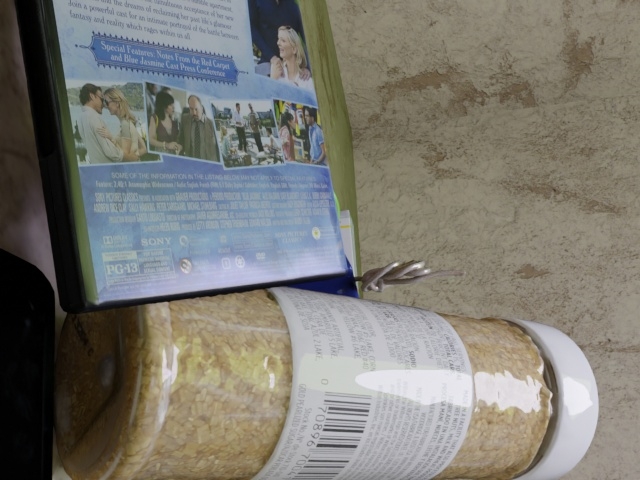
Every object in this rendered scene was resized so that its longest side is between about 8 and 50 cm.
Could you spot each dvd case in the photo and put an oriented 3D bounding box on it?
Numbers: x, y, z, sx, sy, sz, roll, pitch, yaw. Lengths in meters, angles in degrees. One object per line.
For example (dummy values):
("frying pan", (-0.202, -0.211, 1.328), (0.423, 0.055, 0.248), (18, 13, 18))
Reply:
("dvd case", (-0.069, -0.097, 0.409), (0.180, 0.022, 0.253), (-4, 83, -50))

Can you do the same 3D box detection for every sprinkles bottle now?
("sprinkles bottle", (0.023, 0.094, 0.508), (0.355, 0.121, 0.121), (12, 64, -36))

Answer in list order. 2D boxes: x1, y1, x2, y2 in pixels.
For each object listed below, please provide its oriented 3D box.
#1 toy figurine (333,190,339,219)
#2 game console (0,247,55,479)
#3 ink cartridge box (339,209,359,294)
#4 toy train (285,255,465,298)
("toy figurine", (-0.065, 0.021, 0.902), (0.159, 0.130, 0.173), (-68, 178, -48))
("game console", (-0.144, 0.159, 0.240), (0.213, 0.044, 0.361), (60, 25, -73))
("ink cartridge box", (0.005, 0.061, 1.305), (0.062, 0.109, 0.209), (65, 20, -69))
("toy train", (0.000, 0.000, 0.760), (0.105, 0.248, 0.143), (75, 7, -52))
